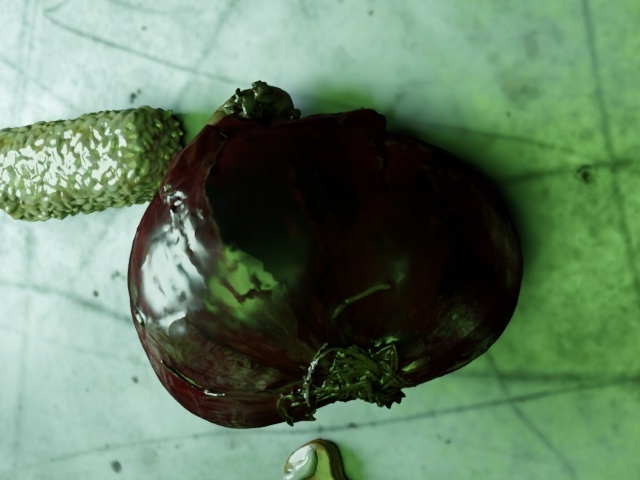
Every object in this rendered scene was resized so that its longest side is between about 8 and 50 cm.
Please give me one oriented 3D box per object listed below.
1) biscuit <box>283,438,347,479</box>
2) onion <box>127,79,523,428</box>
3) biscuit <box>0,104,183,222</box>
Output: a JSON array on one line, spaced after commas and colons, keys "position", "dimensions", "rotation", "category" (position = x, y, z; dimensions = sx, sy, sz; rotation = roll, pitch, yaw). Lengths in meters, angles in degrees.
[{"position": [0.036, 0.256, 1.135], "dimensions": [0.205, 0.031, 0.138], "rotation": [41, 113, 10], "category": "biscuit"}, {"position": [0.003, 0.016, 1.008], "dimensions": [0.281, 0.281, 0.221], "rotation": [7, 146, 22], "category": "onion"}, {"position": [-0.189, -0.060, 1.153], "dimensions": [0.169, 0.070, 0.082], "rotation": [-6, 89, 26], "category": "biscuit"}]
